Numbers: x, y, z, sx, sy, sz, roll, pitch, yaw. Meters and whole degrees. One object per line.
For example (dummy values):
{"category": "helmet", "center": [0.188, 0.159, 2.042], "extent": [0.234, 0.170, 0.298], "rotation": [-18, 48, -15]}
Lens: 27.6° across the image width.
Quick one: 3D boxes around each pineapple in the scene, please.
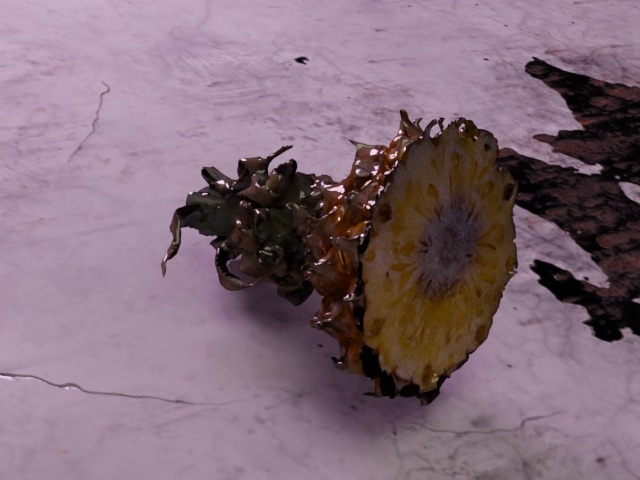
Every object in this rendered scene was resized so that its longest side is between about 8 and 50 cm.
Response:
{"category": "pineapple", "center": [0.000, 0.000, 1.176], "extent": [0.272, 0.262, 0.262], "rotation": [12, 25, 38]}
